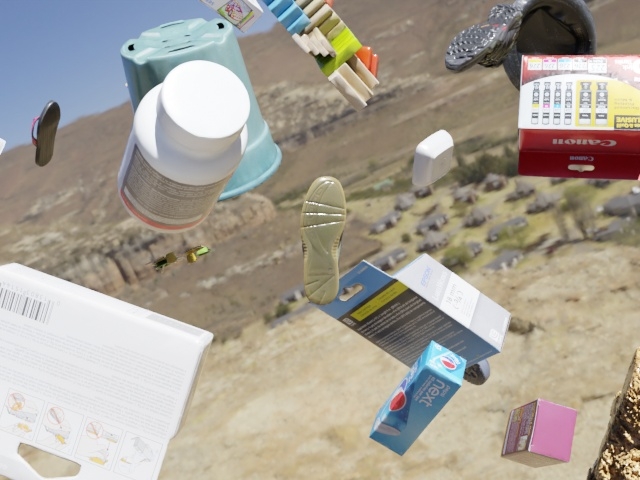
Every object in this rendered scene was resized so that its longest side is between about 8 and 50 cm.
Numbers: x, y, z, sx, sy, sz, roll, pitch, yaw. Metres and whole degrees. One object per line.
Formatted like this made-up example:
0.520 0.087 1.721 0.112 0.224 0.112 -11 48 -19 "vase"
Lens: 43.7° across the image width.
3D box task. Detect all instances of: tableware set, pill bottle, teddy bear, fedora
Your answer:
-0.299 0.040 1.717 0.104 0.024 0.154 -24 -6 15 "tableware set"
-0.218 -0.146 1.273 0.176 0.176 0.318 -30 -8 -29 "pill bottle"
0.498 0.339 1.252 0.113 0.338 0.245 18 10 15 "teddy bear"
0.604 -0.549 2.227 0.334 0.334 0.152 -27 25 -14 "fedora"

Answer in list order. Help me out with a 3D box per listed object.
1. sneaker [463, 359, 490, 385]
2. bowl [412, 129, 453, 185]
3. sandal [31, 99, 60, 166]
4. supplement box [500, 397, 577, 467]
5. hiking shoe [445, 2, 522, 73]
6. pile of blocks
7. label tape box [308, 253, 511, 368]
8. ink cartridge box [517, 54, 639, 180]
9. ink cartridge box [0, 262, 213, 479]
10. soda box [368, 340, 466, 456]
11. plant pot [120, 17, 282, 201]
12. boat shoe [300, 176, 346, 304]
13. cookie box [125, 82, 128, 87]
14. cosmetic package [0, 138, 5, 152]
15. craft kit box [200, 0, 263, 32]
0.332 0.207 1.958 0.131 0.319 0.112 -20 -33 -29 "sneaker"
0.321 -0.223 2.225 0.053 0.142 0.142 31 47 30 "bowl"
-0.614 -0.237 1.759 0.067 0.040 0.179 -49 -9 -47 "sandal"
0.428 0.384 1.573 0.188 0.080 0.104 103 -176 -71 "supplement box"
0.345 -0.390 1.641 0.227 0.114 0.086 -40 46 -23 "hiking shoe"
-0.006 -0.406 1.435 0.112 0.362 0.149 -41 3 12 "pile of blocks"
0.180 0.138 1.628 0.240 0.333 0.106 -41 18 52 "label tape box"
0.631 -0.294 1.901 0.309 0.272 0.130 2 -20 14 "ink cartridge box"
-0.322 0.200 1.053 0.296 0.261 0.066 19 6 4 "ink cartridge box"
0.165 0.274 1.369 0.210 0.071 0.067 -60 0 34 "soda box"
-0.287 -0.306 1.817 0.340 0.334 0.341 -9 31 5 "plant pot"
0.001 0.001 1.409 0.080 0.224 0.073 2 -1 -5 "boat shoe"
-0.430 -0.394 2.007 0.092 0.107 0.040 -53 -32 14 "cookie box"
-0.714 -0.162 1.462 0.151 0.183 0.152 3 64 53 "cosmetic package"
-0.231 -0.481 1.301 0.061 0.250 0.246 -41 -35 16 "craft kit box"
